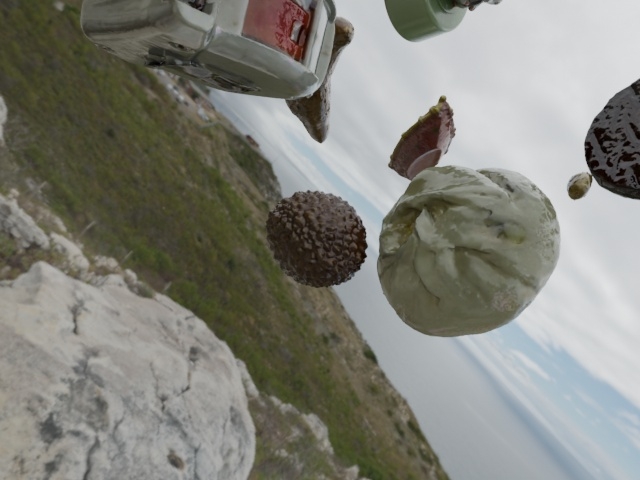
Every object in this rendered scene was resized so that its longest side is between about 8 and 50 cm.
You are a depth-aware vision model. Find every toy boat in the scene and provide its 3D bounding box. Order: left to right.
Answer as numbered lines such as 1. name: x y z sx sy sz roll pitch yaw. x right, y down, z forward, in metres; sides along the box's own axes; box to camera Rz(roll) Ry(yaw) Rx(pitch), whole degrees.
1. toy boat: 0.239 -0.220 1.171 0.318 0.140 0.099 116 -34 -72

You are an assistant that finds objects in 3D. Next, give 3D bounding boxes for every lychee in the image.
1. lychee: 0.000 0.000 0.929 0.238 0.200 0.200 35 10 -43

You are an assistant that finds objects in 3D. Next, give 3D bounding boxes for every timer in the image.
1. timer: 0.373 -0.701 1.320 0.315 0.291 0.291 15 -19 43

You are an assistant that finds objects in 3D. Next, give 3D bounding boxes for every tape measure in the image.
1. tape measure: -0.113 -0.231 0.520 0.265 0.130 0.258 9 6 -45

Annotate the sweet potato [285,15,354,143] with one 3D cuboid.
1. sweet potato: -0.018 -0.300 0.957 0.114 0.092 0.341 15 -25 -2

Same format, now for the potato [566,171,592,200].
1. potato: 0.512 -0.110 0.969 0.040 0.051 0.083 32 37 15

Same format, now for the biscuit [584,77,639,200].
1. biscuit: 0.890 -0.273 1.238 0.091 0.407 0.407 35 10 -31

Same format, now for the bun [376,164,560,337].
1. bun: 0.254 -0.004 0.933 0.219 0.365 0.365 36 9 -35
